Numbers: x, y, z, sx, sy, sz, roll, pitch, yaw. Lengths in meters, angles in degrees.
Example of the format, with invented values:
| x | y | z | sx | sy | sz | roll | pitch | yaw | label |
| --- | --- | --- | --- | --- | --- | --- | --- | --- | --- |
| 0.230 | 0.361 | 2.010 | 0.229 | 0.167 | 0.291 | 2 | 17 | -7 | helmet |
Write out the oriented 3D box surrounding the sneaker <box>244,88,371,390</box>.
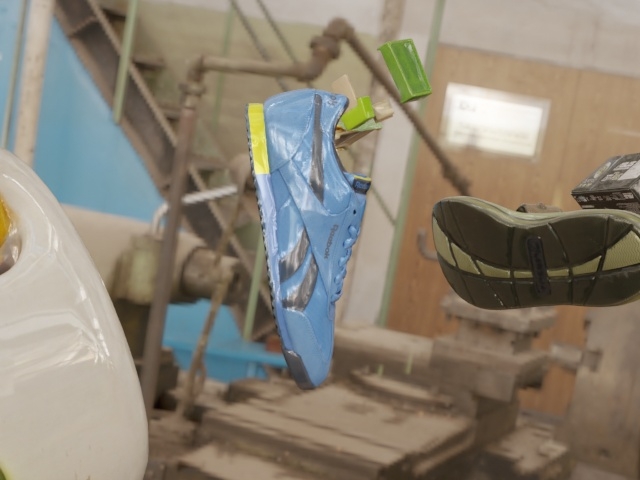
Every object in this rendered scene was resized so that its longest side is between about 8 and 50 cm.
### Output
| x | y | z | sx | sy | sz | roll | pitch | yaw | label |
| --- | --- | --- | --- | --- | --- | --- | --- | --- | --- |
| 0.000 | 0.000 | 0.780 | 0.082 | 0.209 | 0.069 | -7 | 6 | -1 | sneaker |

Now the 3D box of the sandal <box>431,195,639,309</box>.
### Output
| x | y | z | sx | sy | sz | roll | pitch | yaw | label |
| --- | --- | --- | --- | --- | --- | --- | --- | --- | --- |
| 0.234 | 0.013 | 1.173 | 0.086 | 0.120 | 0.303 | -18 | 17 | -39 | sandal |

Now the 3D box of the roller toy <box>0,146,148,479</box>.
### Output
| x | y | z | sx | sy | sz | roll | pitch | yaw | label |
| --- | --- | --- | --- | --- | --- | --- | --- | --- | --- |
| -0.172 | 0.056 | 0.521 | 0.146 | 0.209 | 0.191 | -24 | 3 | -27 | roller toy |

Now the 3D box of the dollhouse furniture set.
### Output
| x | y | z | sx | sy | sz | roll | pitch | yaw | label |
| --- | --- | --- | --- | --- | --- | --- | --- | --- | --- |
| 0.036 | -0.137 | 1.104 | 0.076 | 0.058 | 0.152 | -17 | -8 | -44 | dollhouse furniture set |

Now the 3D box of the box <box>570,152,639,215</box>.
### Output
| x | y | z | sx | sy | sz | roll | pitch | yaw | label |
| --- | --- | --- | --- | --- | --- | --- | --- | --- | --- |
| 0.417 | -0.032 | 1.411 | 0.147 | 0.077 | 0.180 | 50 | -8 | -6 | box |
